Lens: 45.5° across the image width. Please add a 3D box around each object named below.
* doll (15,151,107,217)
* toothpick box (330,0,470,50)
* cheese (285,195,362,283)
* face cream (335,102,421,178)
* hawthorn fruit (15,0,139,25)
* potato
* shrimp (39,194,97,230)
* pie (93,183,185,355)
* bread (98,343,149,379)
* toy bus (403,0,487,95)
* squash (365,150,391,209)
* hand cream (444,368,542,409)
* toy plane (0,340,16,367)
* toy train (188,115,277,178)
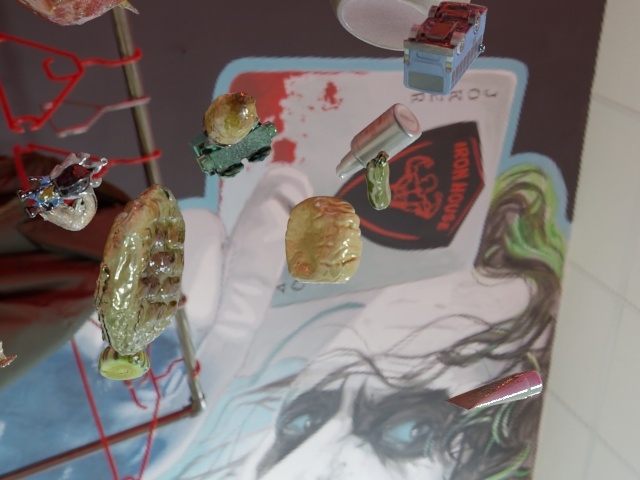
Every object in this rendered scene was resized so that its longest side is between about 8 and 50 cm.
[{"bbox_3d":[-0.518,-0.118,1.554,0.070,0.195,0.095,17,-45,51],"label":"doll"},{"bbox_3d":[0.237,-0.764,2.043,0.409,0.409,0.425,158,-52,-70],"label":"toothpick box"},{"bbox_3d":[0.000,0.000,1.812,0.226,0.117,0.213,9,-81,47],"label":"cheese"},{"bbox_3d":[0.130,-0.234,1.905,0.252,0.101,0.101,-35,-109,38],"label":"face cream"},{"bbox_3d":[-0.341,-0.415,0.990,0.258,0.258,0.261,20,-51,66],"label":"hawthorn fruit"},{"bbox_3d":[-0.167,-0.227,1.429,0.103,0.096,0.066,127,-35,-60],"label":"potato"},{"bbox_3d":[-0.672,-0.095,2.028,0.047,0.126,0.223,33,-1,23],"label":"shrimp"},{"bbox_3d":[-0.290,0.053,1.274,0.306,0.071,0.306,8,90,-81],"label":"pie"},{"bbox_3d":[-0.496,0.301,1.921,0.139,0.130,0.071,92,0,-58],"label":"bread"},{"bbox_3d":[0.265,-0.410,1.614,0.116,0.234,0.133,15,-48,22],"label":"toy bus"},{"bbox_3d":[0.119,-0.122,1.577,0.183,0.052,0.052,77,-13,-59],"label":"squash"},{"bbox_3d":[0.316,0.274,1.375,0.076,0.174,0.047,2,-79,65],"label":"hand cream"},{"bbox_3d":[-0.813,0.227,1.664,0.092,0.287,0.108,-59,152,-78],"label":"toy plane"},{"bbox_3d":[-0.200,-0.220,1.746,0.154,0.198,0.107,33,-28,61],"label":"toy train"}]
